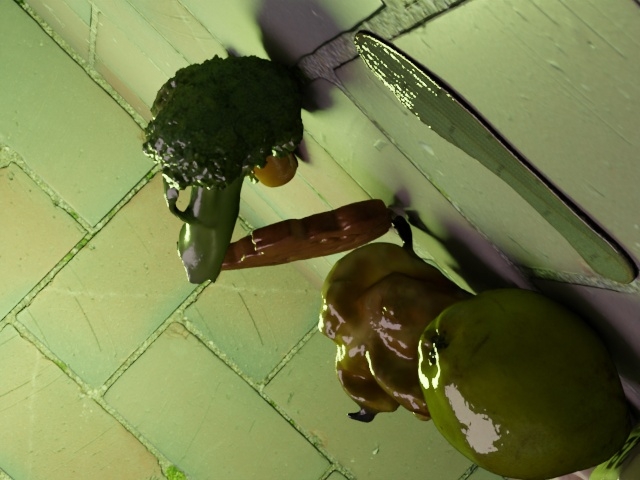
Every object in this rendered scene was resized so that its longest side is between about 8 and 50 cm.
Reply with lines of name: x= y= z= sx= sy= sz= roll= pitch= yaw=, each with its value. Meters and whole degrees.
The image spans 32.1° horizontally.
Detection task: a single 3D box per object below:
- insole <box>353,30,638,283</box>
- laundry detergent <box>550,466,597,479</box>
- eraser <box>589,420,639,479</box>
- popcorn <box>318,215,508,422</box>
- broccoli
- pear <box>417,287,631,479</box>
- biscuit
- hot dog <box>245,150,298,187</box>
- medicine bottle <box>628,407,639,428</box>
insole: x=0.158 y=-0.079 z=1.040 sx=0.348 sy=0.009 sz=0.119 roll=43 pitch=172 yaw=7
laundry detergent: x=0.485 y=0.433 z=1.894 sx=0.335 sy=0.088 sz=0.159 roll=42 pitch=172 yaw=5
eraser: x=0.387 y=0.262 z=1.321 sx=0.058 sy=0.117 sz=0.172 roll=42 pitch=173 yaw=9
popcorn: x=0.128 y=0.135 z=1.507 sx=0.297 sy=0.281 sz=0.316 roll=28 pitch=-169 yaw=-19
broccoli: x=-0.135 y=-0.128 z=1.451 sx=0.186 sy=0.254 sz=0.302 roll=34 pitch=152 yaw=3
pear: x=0.232 y=0.169 z=1.272 sx=0.269 sy=0.212 sz=0.212 roll=29 pitch=178 yaw=-21
biscuit: x=0.000 y=0.000 z=1.631 sx=0.306 sy=0.284 sz=0.043 roll=1 pitch=-107 yaw=-64
hot dog: x=-0.114 y=-0.159 z=1.718 sx=0.135 sy=0.100 sz=0.337 roll=41 pitch=172 yaw=17
medicine bottle: x=0.373 y=0.246 z=1.449 sx=0.130 sy=0.080 sz=0.080 roll=47 pitch=172 yaw=-15
